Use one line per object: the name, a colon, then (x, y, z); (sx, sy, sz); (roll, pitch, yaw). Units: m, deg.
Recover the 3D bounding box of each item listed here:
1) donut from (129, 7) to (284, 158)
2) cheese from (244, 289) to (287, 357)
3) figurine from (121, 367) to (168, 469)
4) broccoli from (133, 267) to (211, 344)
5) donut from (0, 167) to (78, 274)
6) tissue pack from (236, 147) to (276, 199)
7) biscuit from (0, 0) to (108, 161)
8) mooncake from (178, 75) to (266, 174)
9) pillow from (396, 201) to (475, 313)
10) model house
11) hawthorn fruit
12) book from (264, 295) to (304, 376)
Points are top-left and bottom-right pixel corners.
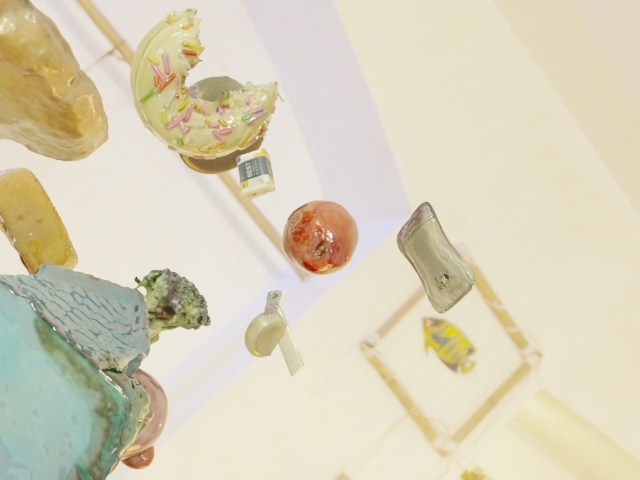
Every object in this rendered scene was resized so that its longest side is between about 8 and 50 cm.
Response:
donut: (-0.295, -0.356, 2.071); (0.371, 0.307, 0.150); (40, 3, -25)
cheese: (-0.113, 0.186, 1.906); (0.092, 0.171, 0.047); (13, 21, -45)
figurine: (-0.354, 0.299, 1.499); (0.173, 0.173, 0.173); (43, -18, 17)
broccoli: (-0.375, 0.188, 1.756); (0.145, 0.304, 0.165); (53, 3, -29)
donut: (-0.585, -0.029, 1.709); (0.277, 0.109, 0.277); (49, -23, 29)
tissue pack: (-0.121, -0.125, 1.586); (0.042, 0.062, 0.083); (53, 24, -61)
biscuit: (-0.463, -0.241, 1.058); (0.446, 0.104, 0.429); (24, -23, 22)
mooncake: (-0.311, -0.346, 2.522); (0.155, 0.284, 0.284); (55, -9, 40)
pillow: (0.231, 0.036, 1.734); (0.130, 0.038, 0.232); (-50, -130, 33)
model house: (-0.390, 0.244, 1.240); (0.297, 0.360, 0.339); (38, 10, 5)
hawthorn fruit: (0.000, 0.000, 2.065); (0.196, 0.197, 0.225); (52, 9, -12)
book: (-0.094, 0.237, 2.104); (0.168, 0.013, 0.192); (120, -51, -69)
